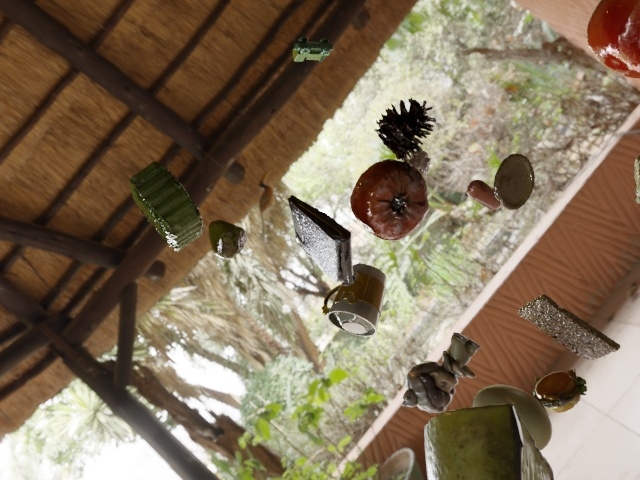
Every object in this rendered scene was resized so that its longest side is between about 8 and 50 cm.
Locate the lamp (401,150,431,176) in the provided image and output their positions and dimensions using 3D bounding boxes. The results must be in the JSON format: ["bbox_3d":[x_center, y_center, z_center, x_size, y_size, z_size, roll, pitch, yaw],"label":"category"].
[{"bbox_3d":[0.294,-0.217,1.798,0.246,0.108,0.179,-56,-15,-18],"label":"lamp"}]

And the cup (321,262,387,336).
[{"bbox_3d":[0.118,0.213,1.866,0.185,0.241,0.226,53,-130,-43],"label":"cup"}]

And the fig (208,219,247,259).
[{"bbox_3d":[-0.378,-0.014,2.077,0.154,0.166,0.144,-37,21,-5],"label":"fig"}]

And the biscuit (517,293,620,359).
[{"bbox_3d":[0.634,0.229,1.327,0.025,0.230,0.131,-52,-8,-26],"label":"biscuit"}]

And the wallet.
[{"bbox_3d":[0.000,0.000,1.575,0.071,0.262,0.221,-37,-36,-19],"label":"wallet"}]

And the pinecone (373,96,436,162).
[{"bbox_3d":[0.242,-0.319,1.433,0.165,0.163,0.163,-48,-9,18],"label":"pinecone"}]

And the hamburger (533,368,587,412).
[{"bbox_3d":[0.807,0.514,1.736,0.189,0.093,0.164,-28,8,43],"label":"hamburger"}]

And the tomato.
[{"bbox_3d":[0.786,-0.510,1.272,0.180,0.260,0.260,-49,-10,5],"label":"tomato"}]

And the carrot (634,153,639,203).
[{"bbox_3d":[0.987,-0.170,1.489,0.302,0.138,0.139,-48,-9,-50],"label":"carrot"}]

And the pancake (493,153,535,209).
[{"bbox_3d":[0.676,-0.203,1.792,0.199,0.199,0.021,-49,26,-11],"label":"pancake"}]

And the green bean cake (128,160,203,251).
[{"bbox_3d":[-0.417,-0.087,1.401,0.113,0.214,0.200,-38,-8,-21],"label":"green bean cake"}]

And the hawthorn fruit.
[{"bbox_3d":[0.201,-0.130,1.554,0.242,0.242,0.272,-52,13,5],"label":"hawthorn fruit"}]

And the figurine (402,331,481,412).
[{"bbox_3d":[0.493,0.547,2.115,0.248,0.203,0.381,25,-75,-47],"label":"figurine"}]

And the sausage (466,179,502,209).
[{"bbox_3d":[0.618,-0.169,1.925,0.194,0.077,0.077,21,-66,-36],"label":"sausage"}]

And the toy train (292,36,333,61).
[{"bbox_3d":[-0.025,-0.561,1.520,0.122,0.050,0.081,-6,-11,-21],"label":"toy train"}]

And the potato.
[{"bbox_3d":[0.294,0.494,0.913,0.212,0.330,0.280,-15,42,29],"label":"potato"}]

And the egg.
[{"bbox_3d":[0.584,0.544,1.579,0.186,0.241,0.186,-36,-42,-40],"label":"egg"}]
